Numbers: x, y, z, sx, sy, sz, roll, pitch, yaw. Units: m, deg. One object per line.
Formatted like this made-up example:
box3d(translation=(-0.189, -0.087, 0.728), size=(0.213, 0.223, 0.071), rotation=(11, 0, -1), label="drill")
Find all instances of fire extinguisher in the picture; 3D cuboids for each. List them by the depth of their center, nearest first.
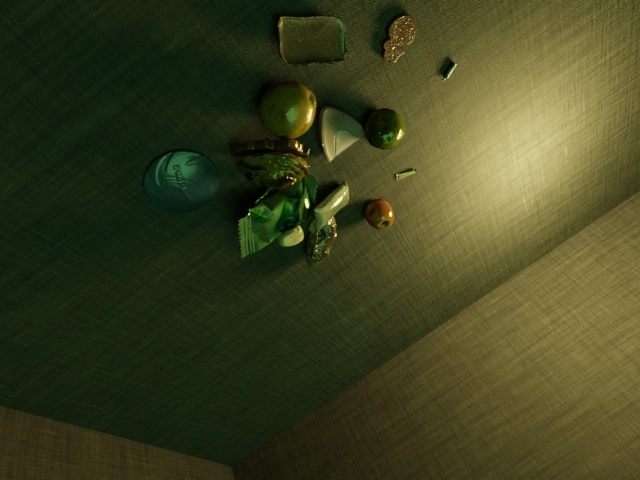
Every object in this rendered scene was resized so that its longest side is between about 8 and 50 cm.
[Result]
box3d(translation=(0.546, -0.715, 1.834), size=(0.038, 0.025, 0.083), rotation=(-7, 136, -55), label="fire extinguisher")

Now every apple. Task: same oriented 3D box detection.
box3d(translation=(0.296, -0.127, 2.148), size=(0.147, 0.130, 0.146), rotation=(-16, 140, -14), label="apple")

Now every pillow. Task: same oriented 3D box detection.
box3d(translation=(0.050, -0.154, 1.968), size=(0.254, 0.078, 0.144), rotation=(-46, 156, -35), label="pillow")

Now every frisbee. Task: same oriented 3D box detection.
box3d(translation=(-0.533, -0.215, 1.678), size=(0.290, 0.049, 0.289), rotation=(-15, 134, -16), label="frisbee")

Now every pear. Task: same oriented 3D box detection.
box3d(translation=(-0.112, -0.476, 1.564), size=(0.209, 0.208, 0.208), rotation=(-15, 134, -16), label="pear")

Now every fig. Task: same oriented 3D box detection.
box3d(translation=(0.290, -0.458, 1.826), size=(0.234, 0.167, 0.167), rotation=(15, 120, -40), label="fig")

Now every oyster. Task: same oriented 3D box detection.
box3d(translation=(0.000, 0.002, 2.115), size=(0.167, 0.110, 0.341), rotation=(8, 111, -40), label="oyster")

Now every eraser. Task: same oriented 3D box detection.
box3d(translation=(0.064, -0.461, 1.774), size=(0.204, 0.059, 0.243), rotation=(-35, 140, 4), label="eraser")

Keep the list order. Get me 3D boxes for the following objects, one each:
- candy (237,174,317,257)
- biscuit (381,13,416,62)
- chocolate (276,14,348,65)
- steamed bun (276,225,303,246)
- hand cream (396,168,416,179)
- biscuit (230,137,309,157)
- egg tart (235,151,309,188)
box3d(translation=(-0.190, -0.101, 1.840), size=(0.398, 0.172, 0.262), rotation=(-39, 144, -29), label="candy")
box3d(translation=(0.293, -0.771, 1.646), size=(0.124, 0.026, 0.175), rotation=(9, 123, -33), label="biscuit")
box3d(translation=(-0.036, -0.692, 1.499), size=(0.262, 0.083, 0.160), rotation=(-9, 115, -22), label="chocolate")
box3d(translation=(-0.149, -0.029, 2.022), size=(0.130, 0.090, 0.112), rotation=(-22, 144, -10), label="steamed bun")
box3d(translation=(0.421, -0.328, 2.117), size=(0.102, 0.022, 0.035), rotation=(-21, 136, -3), label="hand cream")
box3d(translation=(-0.192, -0.348, 1.651), size=(0.302, 0.278, 0.043), rotation=(2, 88, -7), label="biscuit")
box3d(translation=(-0.189, -0.260, 1.680), size=(0.297, 0.297, 0.132), rotation=(9, 84, -34), label="egg tart")
